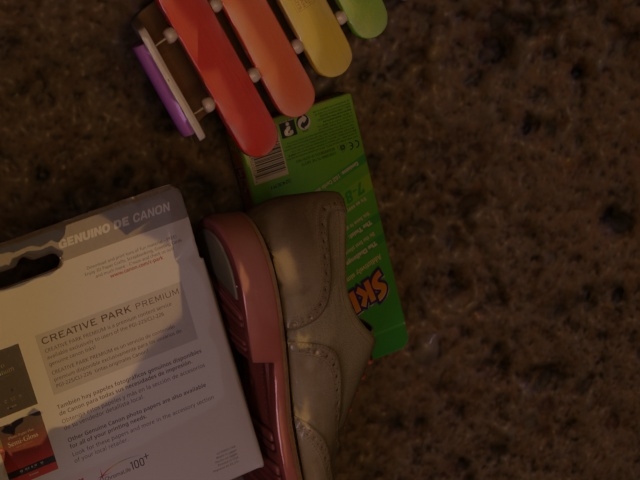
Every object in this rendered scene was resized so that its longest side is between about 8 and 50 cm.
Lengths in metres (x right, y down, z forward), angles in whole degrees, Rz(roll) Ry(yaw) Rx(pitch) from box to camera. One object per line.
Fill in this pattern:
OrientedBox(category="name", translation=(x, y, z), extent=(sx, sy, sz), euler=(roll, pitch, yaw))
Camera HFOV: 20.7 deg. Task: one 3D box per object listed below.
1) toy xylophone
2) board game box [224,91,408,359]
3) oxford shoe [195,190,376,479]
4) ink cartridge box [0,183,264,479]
OrientedBox(category="toy xylophone", translation=(-0.047, -0.240, 1.587), extent=(0.322, 0.081, 0.236), euler=(-43, 113, -15))
OrientedBox(category="board game box", translation=(0.000, 0.000, 1.673), extent=(0.124, 0.039, 0.259), euler=(-20, 104, -22))
OrientedBox(category="oxford shoe", translation=(-0.005, 0.142, 1.606), extent=(0.146, 0.140, 0.397), euler=(-20, 122, -21))
OrientedBox(category="ink cartridge box", translation=(-0.239, 0.118, 1.517), extent=(0.309, 0.130, 0.272), euler=(-20, 104, -23))
